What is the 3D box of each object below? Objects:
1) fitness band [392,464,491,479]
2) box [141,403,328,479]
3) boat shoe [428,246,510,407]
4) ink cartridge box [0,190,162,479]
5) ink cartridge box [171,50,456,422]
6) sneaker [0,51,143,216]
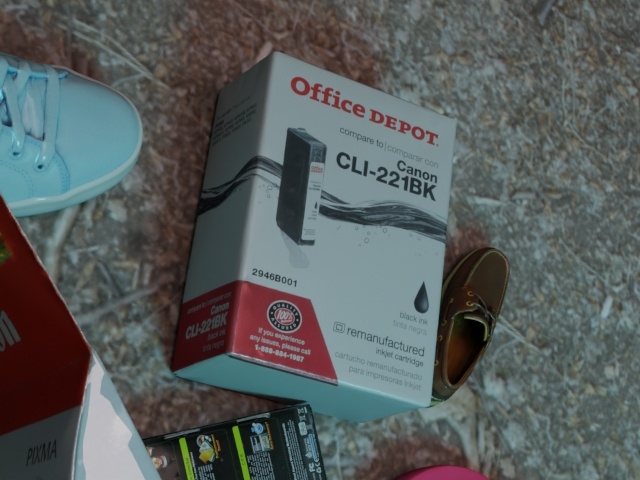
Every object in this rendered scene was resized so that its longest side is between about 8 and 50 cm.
[{"bbox_3d":[0.115,0.344,1.193,0.209,0.054,0.291,11,70,-26],"label":"fitness band"},{"bbox_3d":[-0.072,0.243,1.107,0.184,0.045,0.191,-9,83,-31],"label":"box"},{"bbox_3d":[0.140,0.078,1.273,0.064,0.060,0.178,40,59,-16],"label":"boat shoe"},{"bbox_3d":[-0.211,0.169,0.882,0.091,0.308,0.385,-30,93,-35],"label":"ink cartridge box"},{"bbox_3d":[0.000,0.000,1.176,0.197,0.114,0.273,17,67,-26],"label":"ink cartridge box"},{"bbox_3d":[-0.286,-0.100,1.005,0.365,0.150,0.135,3,76,-31],"label":"sneaker"}]
